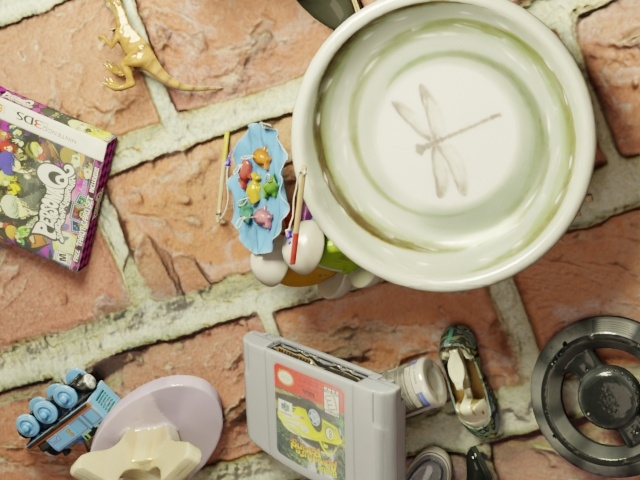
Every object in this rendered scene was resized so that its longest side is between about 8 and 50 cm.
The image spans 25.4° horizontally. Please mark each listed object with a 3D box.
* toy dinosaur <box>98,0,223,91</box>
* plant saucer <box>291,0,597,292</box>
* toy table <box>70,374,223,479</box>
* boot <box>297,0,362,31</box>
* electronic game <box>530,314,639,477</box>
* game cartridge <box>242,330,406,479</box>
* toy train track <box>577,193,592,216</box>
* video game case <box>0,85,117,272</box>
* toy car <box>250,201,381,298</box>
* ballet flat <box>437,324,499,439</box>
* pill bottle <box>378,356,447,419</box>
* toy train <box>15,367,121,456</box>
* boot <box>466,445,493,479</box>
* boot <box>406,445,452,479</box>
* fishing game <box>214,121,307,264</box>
[{"bbox_3d":[-0.255,-0.257,2.028,0.112,0.064,0.211,-38,95,27],"label":"toy dinosaur"},{"bbox_3d":[0.165,-0.135,1.884,0.400,0.100,0.401,2,101,13],"label":"plant saucer"},{"bbox_3d":[-0.262,0.351,2.191,0.252,0.161,0.274,22,121,-15],"label":"toy table"},{"bbox_3d":[-0.037,-0.339,1.875,0.198,0.137,0.077,46,118,-3],"label":"boot"},{"bbox_3d":[0.404,0.218,1.980,0.229,0.048,0.229,4,99,26],"label":"electronic game"},{"bbox_3d":[0.000,0.261,2.093,0.294,0.060,0.196,17,122,40],"label":"game cartridge"},{"bbox_3d":[0.327,-0.050,1.933,0.083,0.014,0.048,-9,108,23],"label":"toy train track"},{"bbox_3d":[-0.431,-0.092,2.169,0.210,0.042,0.232,24,117,11],"label":"video game case"},{"bbox_3d":[0.000,0.000,2.003,0.182,0.159,0.136,-23,60,52],"label":"toy car"},{"bbox_3d":[0.209,0.215,2.055,0.070,0.070,0.188,-14,106,24],"label":"ballet flat"},{"bbox_3d":[0.110,0.228,2.087,0.137,0.078,0.078,-23,102,26],"label":"pill bottle"},{"bbox_3d":[-0.411,0.285,2.297,0.184,0.080,0.105,-37,102,28],"label":"toy train"},{"bbox_3d":[0.210,0.374,2.112,0.099,0.045,0.121,-22,110,-1],"label":"boot"},{"bbox_3d":[0.142,0.404,2.143,0.069,0.086,0.190,24,117,9],"label":"boot"},{"bbox_3d":[-0.092,-0.073,1.958,0.041,0.264,0.189,0,108,-28],"label":"fishing game"}]
